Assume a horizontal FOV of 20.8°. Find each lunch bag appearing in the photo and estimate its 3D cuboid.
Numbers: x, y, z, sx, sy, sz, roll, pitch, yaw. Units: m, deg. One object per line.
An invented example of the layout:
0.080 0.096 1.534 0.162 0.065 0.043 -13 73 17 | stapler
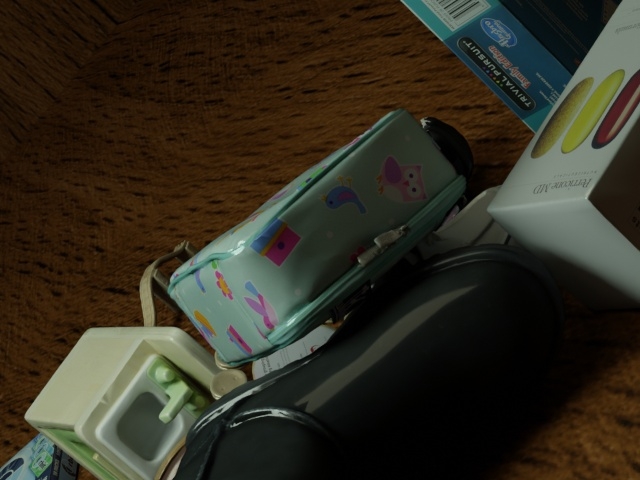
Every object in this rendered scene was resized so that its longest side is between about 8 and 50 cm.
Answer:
0.000 0.000 1.469 0.224 0.108 0.279 -37 3 -20 | lunch bag

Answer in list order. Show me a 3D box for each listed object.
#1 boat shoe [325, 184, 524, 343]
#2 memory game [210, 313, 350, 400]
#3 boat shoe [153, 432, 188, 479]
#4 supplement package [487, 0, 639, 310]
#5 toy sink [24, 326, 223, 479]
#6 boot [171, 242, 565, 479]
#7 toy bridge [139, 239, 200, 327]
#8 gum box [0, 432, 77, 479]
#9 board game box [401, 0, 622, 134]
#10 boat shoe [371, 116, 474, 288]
0.094 0.034 1.574 0.267 0.088 0.096 -49 24 -20 | boat shoe
-0.013 0.117 1.621 0.186 0.012 0.186 -8 43 7 | memory game
-0.065 0.188 1.620 0.207 0.073 0.073 -42 30 -12 | boat shoe
0.270 -0.079 1.386 0.244 0.134 0.139 -56 22 -21 | supplement package
-0.174 0.184 1.760 0.131 0.153 0.234 -55 23 -20 | toy sink
-0.006 0.194 1.240 0.367 0.146 0.445 -35 7 23 | boot
-0.190 0.061 2.138 0.026 0.063 0.188 -34 24 31 | toy bridge
-0.361 0.313 2.049 0.184 0.041 0.157 -42 21 16 | gum box
0.217 -0.269 1.667 0.079 0.254 0.336 -30 26 40 | board game box
0.006 0.014 1.741 0.340 0.127 0.158 -41 14 16 | boat shoe
